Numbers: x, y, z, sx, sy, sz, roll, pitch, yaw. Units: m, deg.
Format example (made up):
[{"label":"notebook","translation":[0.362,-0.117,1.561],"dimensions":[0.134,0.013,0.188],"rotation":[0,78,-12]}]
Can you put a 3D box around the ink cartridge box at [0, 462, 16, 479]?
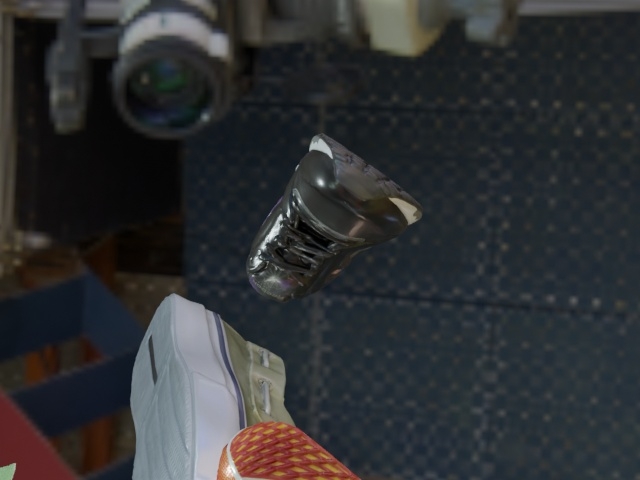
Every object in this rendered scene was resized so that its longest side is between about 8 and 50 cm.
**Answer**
[{"label":"ink cartridge box","translation":[-0.361,0.314,1.641],"dimensions":[0.056,0.171,0.235],"rotation":[23,-112,-24]}]

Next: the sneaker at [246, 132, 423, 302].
[{"label":"sneaker","translation":[0.000,0.000,1.487],"dimensions":[0.124,0.107,0.283],"rotation":[-54,1,-8]}]

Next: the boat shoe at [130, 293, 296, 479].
[{"label":"boat shoe","translation":[-0.055,0.117,1.069],"dimensions":[0.302,0.094,0.109],"rotation":[-103,34,-66]}]

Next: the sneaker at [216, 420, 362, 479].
[{"label":"sneaker","translation":[0.020,0.161,0.908],"dimensions":[0.064,0.175,0.067],"rotation":[-37,-18,-29]}]
